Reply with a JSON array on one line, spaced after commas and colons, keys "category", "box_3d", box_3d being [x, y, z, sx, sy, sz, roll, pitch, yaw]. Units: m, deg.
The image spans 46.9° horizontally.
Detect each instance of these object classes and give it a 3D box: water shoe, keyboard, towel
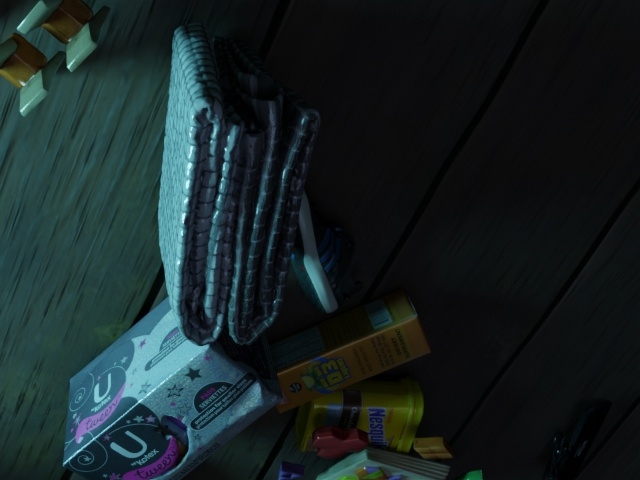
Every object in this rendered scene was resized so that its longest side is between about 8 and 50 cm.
[{"category": "water shoe", "box_3d": [0.000, 0.000, 0.956, 0.080, 0.073, 0.203, -31, 129, -20]}, {"category": "keyboard", "box_3d": [0.436, 0.355, 1.289, 0.100, 0.038, 0.192, -8, 124, -36]}, {"category": "towel", "box_3d": [-0.100, -0.064, 0.787, 0.121, 0.235, 0.283, 1, 121, -18]}]

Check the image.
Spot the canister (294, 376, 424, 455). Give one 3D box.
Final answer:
[{"category": "canister", "box_3d": [0.055, 0.266, 1.114, 0.170, 0.073, 0.126, 5, 120, -14]}]

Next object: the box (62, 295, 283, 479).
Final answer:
[{"category": "box", "box_3d": [-0.196, 0.194, 0.957, 0.247, 0.163, 0.142, -40, 122, 11]}]

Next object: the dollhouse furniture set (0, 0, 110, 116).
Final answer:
[{"category": "dollhouse furniture set", "box_3d": [-0.303, -0.296, 0.686, 0.259, 0.135, 0.262, -36, 122, 22]}]

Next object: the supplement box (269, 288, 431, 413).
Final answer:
[{"category": "supplement box", "box_3d": [0.030, 0.156, 1.040, 0.234, 0.080, 0.078, -22, 121, 3]}]

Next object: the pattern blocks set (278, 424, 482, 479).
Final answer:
[{"category": "pattern blocks set", "box_3d": [0.093, 0.371, 1.152, 0.325, 0.026, 0.285, 14, 138, -21]}]
